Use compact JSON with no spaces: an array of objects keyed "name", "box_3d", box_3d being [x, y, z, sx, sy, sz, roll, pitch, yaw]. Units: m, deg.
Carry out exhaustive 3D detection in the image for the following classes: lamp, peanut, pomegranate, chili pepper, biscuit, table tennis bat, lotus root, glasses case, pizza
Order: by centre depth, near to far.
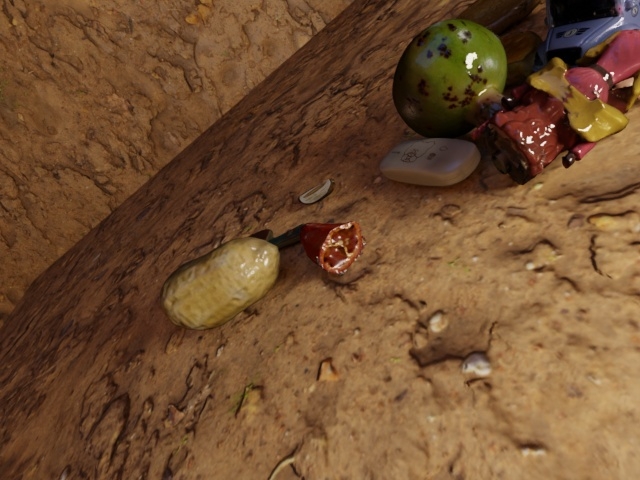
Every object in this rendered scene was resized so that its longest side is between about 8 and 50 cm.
[{"name":"lamp","box_3d":[0.314,-0.173,0.514,0.253,0.118,0.118,-39,28,8]},{"name":"pomegranate","box_3d":[0.216,-0.230,0.686,0.179,0.210,0.179,-38,-2,-2]},{"name":"glasses case","box_3d":[0.166,-0.125,0.695,0.074,0.049,0.193,-47,29,-11]},{"name":"chili pepper","box_3d":[0.001,-0.004,0.728,0.088,0.065,0.169,-45,24,-8]},{"name":"pizza","box_3d":[0.317,-0.303,0.759,0.134,0.046,0.175,-26,28,37]},{"name":"peanut","box_3d":[-0.168,0.075,0.765,0.224,0.129,0.129,-26,30,10]},{"name":"lotus root","box_3d":[-0.005,-0.095,0.893,0.083,0.030,0.037,-28,0,20]},{"name":"table tennis bat","box_3d":[-0.131,0.026,0.894,0.274,0.021,0.154,-23,33,35]},{"name":"biscuit","box_3d":[0.374,-0.490,0.955,0.226,0.042,0.226,-29,31,20]}]

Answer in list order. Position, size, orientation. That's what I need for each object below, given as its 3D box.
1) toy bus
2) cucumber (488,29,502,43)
[{"name":"toy bus","box_3d":[0.415,-0.347,0.604,0.292,0.133,0.125,-46,29,-8]},{"name":"cucumber","box_3d":[0.260,-0.315,0.763,0.107,0.035,0.067,-29,-1,34]}]
